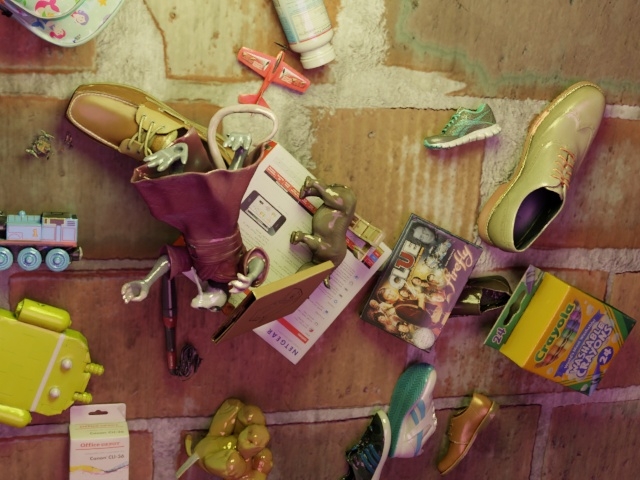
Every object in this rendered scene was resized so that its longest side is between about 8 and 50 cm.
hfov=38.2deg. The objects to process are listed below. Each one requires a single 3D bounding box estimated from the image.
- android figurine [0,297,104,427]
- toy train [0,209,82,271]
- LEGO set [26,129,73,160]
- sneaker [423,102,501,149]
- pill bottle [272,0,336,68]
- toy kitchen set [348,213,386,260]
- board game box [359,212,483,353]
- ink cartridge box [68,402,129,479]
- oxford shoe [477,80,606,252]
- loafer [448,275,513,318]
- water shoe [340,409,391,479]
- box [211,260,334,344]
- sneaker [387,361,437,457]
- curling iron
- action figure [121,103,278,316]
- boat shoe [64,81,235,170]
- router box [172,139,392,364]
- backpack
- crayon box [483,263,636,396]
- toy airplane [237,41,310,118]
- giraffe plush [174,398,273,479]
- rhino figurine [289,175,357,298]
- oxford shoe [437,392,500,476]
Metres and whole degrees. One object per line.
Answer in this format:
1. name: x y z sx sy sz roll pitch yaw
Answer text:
1. android figurine: -0.548 0.233 1.736 0.272 0.056 0.248 23 98 -21
2. toy train: -0.521 -0.001 1.661 0.184 0.080 0.105 2 97 -16
3. LEGO set: -0.485 -0.171 1.649 0.083 0.023 0.054 1 109 -32
4. sneaker: 0.279 -0.230 1.862 0.166 0.065 0.076 -18 95 -15
5. pill bottle: -0.028 -0.400 1.685 0.087 0.087 0.160 -25 113 -9
6. toy kitchen set: 0.065 -0.012 1.746 0.075 0.083 0.068 38 88 -24
7. board game box: 0.206 0.088 1.906 0.165 0.042 0.243 26 98 1
8. ink cartridge box: -0.438 0.425 1.824 0.115 0.067 0.198 -1 107 -17
9. oxford shoe: 0.483 -0.140 1.898 0.140 0.146 0.397 27 96 -21
10. loafer: 0.312 0.122 1.964 0.220 0.078 0.080 -13 110 -14
11. water shoe: 0.096 0.464 2.006 0.080 0.073 0.203 8 104 -18
12. box: -0.084 0.110 1.655 0.201 0.021 0.164 -19 159 -45
13. sneaker: 0.208 0.367 2.012 0.092 0.087 0.229 8 111 -27
14. curling iron: -0.282 0.143 1.806 0.068 0.035 0.274 -18 108 -34
15. action figure: -0.200 -0.022 1.616 0.248 0.276 0.370 7 132 15
16. boat shoe: -0.289 -0.187 1.650 0.324 0.120 0.123 20 100 -23
17. router box: -0.077 0.023 1.794 0.335 0.082 0.301 43 86 -24
18. backpack: -0.435 -0.444 1.494 0.253 0.191 0.225 41 91 -29
19. crayon box: 0.528 0.202 2.019 0.323 0.083 0.203 24 98 -36
20. toy airplane: -0.097 -0.297 1.727 0.151 0.028 0.151 -5 108 -15
21. giraffe plush: -0.163 0.452 1.878 0.210 0.181 0.170 -37 122 5
22. rhino figurine: 0.000 0.000 1.723 0.106 0.073 0.243 9 108 -9
23. oxford shoe: 0.315 0.434 2.081 0.076 0.076 0.212 32 98 6
